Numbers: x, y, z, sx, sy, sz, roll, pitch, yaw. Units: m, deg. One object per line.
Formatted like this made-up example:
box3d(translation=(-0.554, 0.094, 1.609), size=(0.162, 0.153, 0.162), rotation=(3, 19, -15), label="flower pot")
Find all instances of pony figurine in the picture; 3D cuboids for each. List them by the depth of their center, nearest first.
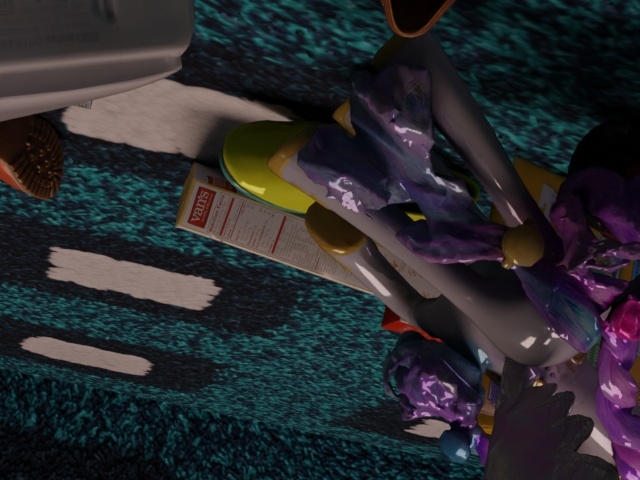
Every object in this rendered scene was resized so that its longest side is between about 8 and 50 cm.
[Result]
box3d(translation=(0.136, 0.042, 0.993), size=(0.363, 0.303, 0.351), rotation=(48, 171, 0), label="pony figurine")

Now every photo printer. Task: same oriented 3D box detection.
box3d(translation=(-0.264, -0.113, 0.974), size=(0.256, 0.107, 0.307), rotation=(-12, -176, -42), label="photo printer")

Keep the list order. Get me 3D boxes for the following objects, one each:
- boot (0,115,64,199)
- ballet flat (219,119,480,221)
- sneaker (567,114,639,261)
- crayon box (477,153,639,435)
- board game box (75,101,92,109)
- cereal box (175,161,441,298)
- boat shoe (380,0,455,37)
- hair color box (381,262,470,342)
box3d(translation=(-0.278, -0.085, 1.364), size=(0.084, 0.059, 0.158), rotation=(6, 157, 31), label="boot")
box3d(translation=(0.032, -0.053, 1.246), size=(0.231, 0.077, 0.077), rotation=(17, 146, -39), label="ballet flat")
box3d(translation=(0.309, -0.017, 1.111), size=(0.276, 0.098, 0.135), rotation=(8, 166, 17), label="sneaker")
box3d(translation=(0.228, 0.078, 1.325), size=(0.323, 0.203, 0.083), rotation=(21, 163, -35), label="crayon box")
box3d(translation=(-0.209, -0.127, 1.207), size=(0.090, 0.020, 0.090), rotation=(13, 166, -8), label="board game box")
box3d(translation=(0.000, 0.000, 1.343), size=(0.240, 0.047, 0.173), rotation=(19, -175, -5), label="cereal box")
box3d(translation=(0.061, -0.153, 0.825), size=(0.064, 0.060, 0.178), rotation=(11, 166, -2), label="boat shoe")
box3d(translation=(0.147, 0.053, 1.512), size=(0.167, 0.093, 0.053), rotation=(15, 166, -15), label="hair color box")
